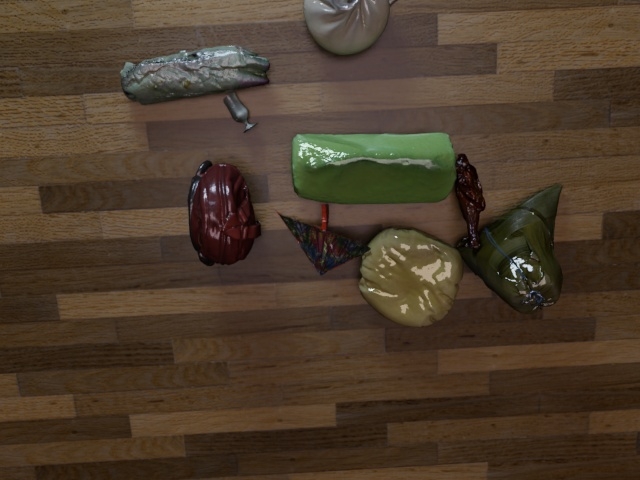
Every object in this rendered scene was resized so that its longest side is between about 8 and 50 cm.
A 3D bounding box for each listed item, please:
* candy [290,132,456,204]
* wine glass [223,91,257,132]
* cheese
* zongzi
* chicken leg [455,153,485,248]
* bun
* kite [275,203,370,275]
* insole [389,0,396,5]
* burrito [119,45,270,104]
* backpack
[{"bbox_3d":[0.110,-0.151,1.073,0.344,0.131,0.142,1,145,0],"label":"candy"},{"bbox_3d":[-0.169,-0.270,1.078,0.039,0.042,0.083,-37,100,-23],"label":"wine glass"},{"bbox_3d":[0.195,0.080,1.131,0.226,0.117,0.213,17,105,0],"label":"cheese"},{"bbox_3d":[0.451,0.007,1.049,0.274,0.250,0.125,-37,118,5],"label":"zongzi"},{"bbox_3d":[0.317,-0.085,1.097,0.053,0.093,0.204,-18,87,29],"label":"chicken leg"},{"bbox_3d":[0.049,-0.453,0.997,0.173,0.120,0.172,1,99,5],"label":"bun"},{"bbox_3d":[0.000,0.000,1.125,0.232,0.009,0.189,18,125,18],"label":"kite"},{"bbox_3d":[0.139,-0.524,1.046,0.086,0.005,0.253,36,99,-8],"label":"insole"},{"bbox_3d":[-0.255,-0.341,1.047,0.310,0.066,0.096,-7,107,1],"label":"burrito"},{"bbox_3d":[-0.192,-0.047,1.036,0.139,0.229,0.229,-1,102,-4],"label":"backpack"}]
